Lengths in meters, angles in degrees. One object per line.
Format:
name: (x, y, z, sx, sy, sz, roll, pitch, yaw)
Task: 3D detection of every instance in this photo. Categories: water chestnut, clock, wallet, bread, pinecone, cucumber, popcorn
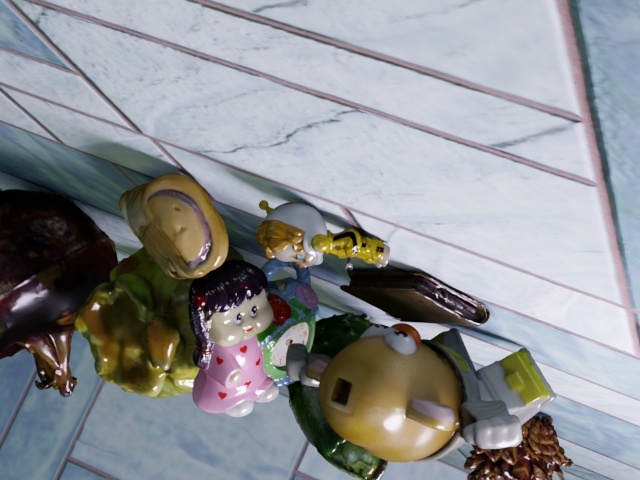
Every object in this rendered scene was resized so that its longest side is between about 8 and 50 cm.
water chestnut: (-0.466, 0.085, 2.241, 0.347, 0.335, 0.335, 56, 170, 4)
clock: (-0.088, 0.106, 1.801, 0.100, 0.194, 0.195, 30, 136, 38)
wallet: (0.108, 0.068, 1.661, 0.110, 0.031, 0.198, 29, 168, -22)
bread: (-0.175, -0.018, 1.697, 0.134, 0.081, 0.225, 55, 165, -9)
pinecone: (0.302, 0.340, 2.196, 0.173, 0.174, 0.173, 24, 169, 5)
cucumber: (0.037, 0.197, 1.886, 0.145, 0.105, 0.325, 20, -159, -12)
popcorn: (-0.208, 0.111, 1.947, 0.224, 0.258, 0.270, 59, 166, -13)

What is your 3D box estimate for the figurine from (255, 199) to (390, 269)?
figurine: (0.003, 0.000, 1.496, 0.143, 0.068, 0.101, 10, 171, 10)

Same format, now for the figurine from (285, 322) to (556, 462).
figurine: (0.114, 0.183, 1.676, 0.342, 0.167, 0.285, -14, 169, 43)
